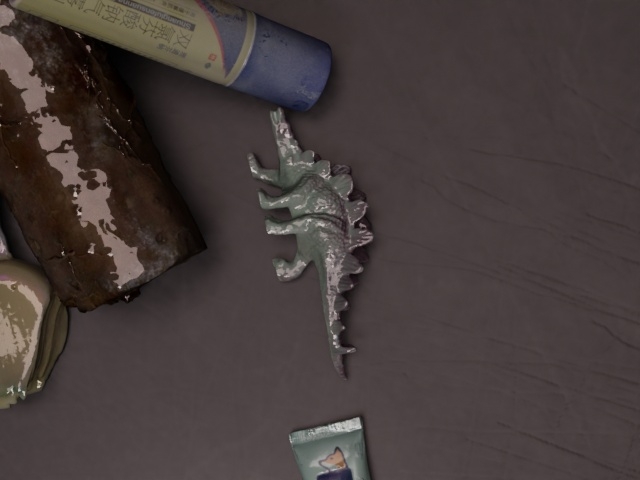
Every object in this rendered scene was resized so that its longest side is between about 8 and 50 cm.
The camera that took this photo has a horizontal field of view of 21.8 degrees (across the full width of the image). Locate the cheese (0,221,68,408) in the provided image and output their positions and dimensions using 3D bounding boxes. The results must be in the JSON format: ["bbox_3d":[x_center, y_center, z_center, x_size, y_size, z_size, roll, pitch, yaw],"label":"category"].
[{"bbox_3d":[-0.236,0.040,1.239,0.092,0.047,0.171,5,86,5],"label":"cheese"}]

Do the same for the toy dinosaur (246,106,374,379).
[{"bbox_3d":[0.000,0.000,1.224,0.082,0.039,0.208,-13,85,3],"label":"toy dinosaur"}]

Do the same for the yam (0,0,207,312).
[{"bbox_3d":[-0.196,-0.085,1.210,0.131,0.131,0.279,-28,86,3],"label":"yam"}]

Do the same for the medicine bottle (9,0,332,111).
[{"bbox_3d":[-0.104,-0.154,1.182,0.231,0.059,0.059,18,87,-25],"label":"medicine bottle"}]

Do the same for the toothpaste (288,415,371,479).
[{"bbox_3d":[0.026,0.234,1.209,0.056,0.036,0.205,-14,81,3],"label":"toothpaste"}]
